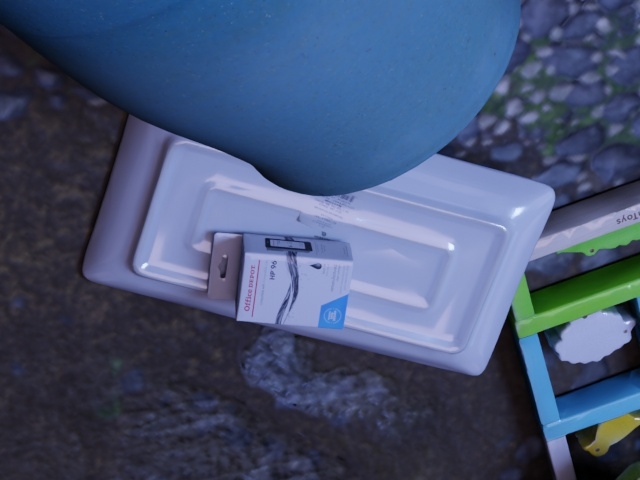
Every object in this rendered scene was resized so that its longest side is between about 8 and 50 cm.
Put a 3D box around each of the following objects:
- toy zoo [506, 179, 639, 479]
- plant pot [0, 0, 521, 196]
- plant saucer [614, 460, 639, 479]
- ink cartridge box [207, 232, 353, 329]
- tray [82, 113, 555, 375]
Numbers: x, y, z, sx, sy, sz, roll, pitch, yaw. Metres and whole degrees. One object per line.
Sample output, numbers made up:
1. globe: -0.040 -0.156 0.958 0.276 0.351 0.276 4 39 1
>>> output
1. toy zoo: 0.237 0.090 1.247 0.192 0.030 0.293 -20 121 -2
2. plant pot: -0.030 -0.163 0.930 0.272 0.271 0.255 -38 133 9
3. plant saucer: 0.234 0.228 1.277 0.188 0.045 0.188 22 124 -27
4. ink cartridge box: -0.025 0.024 1.103 0.083 0.028 0.048 5 115 -6
5. tray: 0.000 0.000 1.127 0.270 0.030 0.145 15 113 -12
